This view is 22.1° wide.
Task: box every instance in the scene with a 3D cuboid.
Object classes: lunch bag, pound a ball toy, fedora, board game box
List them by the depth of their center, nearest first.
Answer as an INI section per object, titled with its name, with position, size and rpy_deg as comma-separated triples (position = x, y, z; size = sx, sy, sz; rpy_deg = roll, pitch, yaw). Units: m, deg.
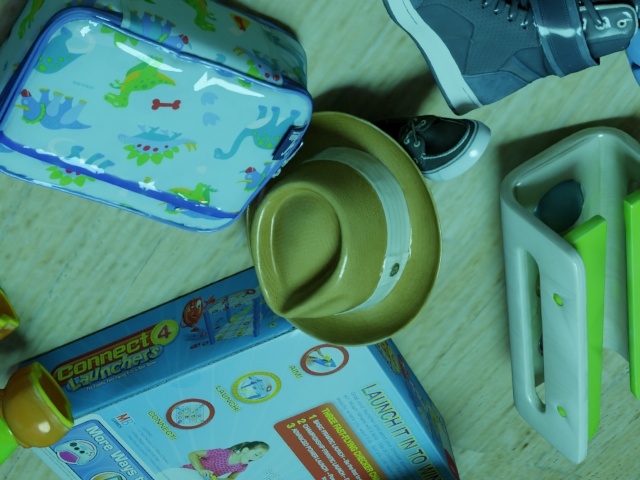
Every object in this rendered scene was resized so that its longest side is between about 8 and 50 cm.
[lunch bag]
position = -0.127, -0.098, 1.199
size = 0.219, 0.090, 0.176
rpy_deg = 20, 131, -28
[fedora]
position = 0.000, 0.000, 1.262
size = 0.079, 0.194, 0.194
rpy_deg = -26, 158, -52
[pound a ball toy]
position = 0.258, 0.041, 1.422
size = 0.208, 0.136, 0.319
rpy_deg = -31, 140, -18
[board game box]
position = -0.067, 0.172, 1.490
size = 0.302, 0.086, 0.308
rpy_deg = -23, 136, 10

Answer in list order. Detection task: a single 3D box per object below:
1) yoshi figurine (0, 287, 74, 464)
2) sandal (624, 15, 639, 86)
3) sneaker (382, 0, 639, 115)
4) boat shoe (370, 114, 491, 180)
[yoshi figurine]
position = -0.390, 0.180, 1.298
size = 0.362, 0.203, 0.203
rpy_deg = -32, 139, 0
[sandal]
position = 0.296, -0.204, 1.150
size = 0.126, 0.138, 0.317
rpy_deg = -4, 138, -11
[sneaker]
position = 0.133, -0.186, 1.154
size = 0.163, 0.086, 0.226
rpy_deg = -16, 147, 19
[boat shoe]
position = 0.075, -0.074, 1.253
size = 0.040, 0.049, 0.142
rpy_deg = 32, 164, -25
